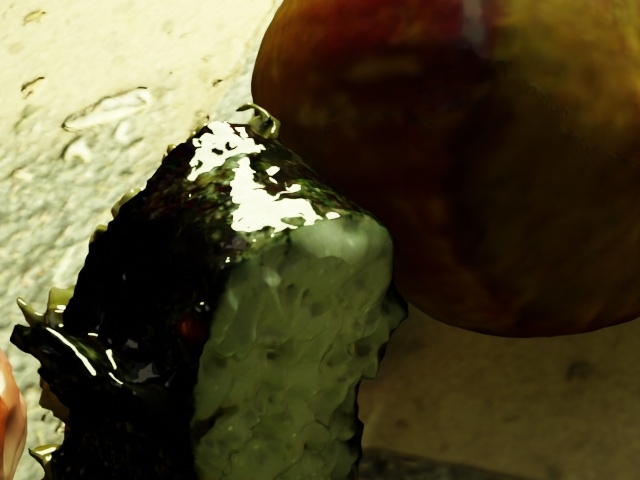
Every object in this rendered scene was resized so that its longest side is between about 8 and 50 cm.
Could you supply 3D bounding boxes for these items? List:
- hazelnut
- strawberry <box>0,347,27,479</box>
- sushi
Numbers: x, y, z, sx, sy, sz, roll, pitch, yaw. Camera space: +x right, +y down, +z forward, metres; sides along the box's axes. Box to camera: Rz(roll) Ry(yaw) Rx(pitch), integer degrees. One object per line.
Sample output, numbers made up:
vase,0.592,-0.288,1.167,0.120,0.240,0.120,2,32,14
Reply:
hazelnut,0.087,-0.052,0.823,0.218,0.234,0.218,-44,36,45
strawberry,-0.215,0.147,0.728,0.265,0.149,0.336,-45,19,22
sushi,-0.056,0.063,0.754,0.115,0.212,0.147,31,37,31
